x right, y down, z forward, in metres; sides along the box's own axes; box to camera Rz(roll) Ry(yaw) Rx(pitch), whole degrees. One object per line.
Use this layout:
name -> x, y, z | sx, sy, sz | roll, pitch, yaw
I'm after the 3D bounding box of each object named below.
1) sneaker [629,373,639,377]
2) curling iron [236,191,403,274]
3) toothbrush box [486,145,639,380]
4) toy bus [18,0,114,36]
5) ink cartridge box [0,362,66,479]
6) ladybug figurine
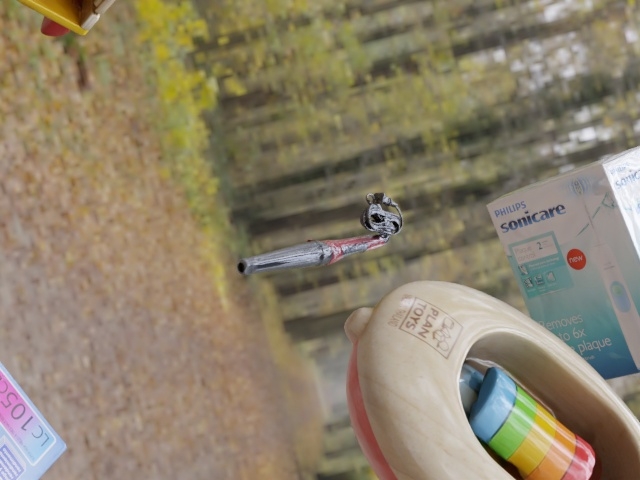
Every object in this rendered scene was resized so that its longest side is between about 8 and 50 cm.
sneaker -> 0.576, 0.119, 2.188 | 0.102, 0.282, 0.161 | 0, 76, -50
curling iron -> 0.000, 0.000, 1.659 | 0.035, 0.274, 0.068 | 1, -76, 44
toothbrush box -> 0.399, 0.040, 2.040 | 0.216, 0.126, 0.295 | -19, -88, 45
toy bus -> -0.200, -0.271, 1.176 | 0.202, 0.104, 0.190 | 15, -100, 60
ink cartridge box -> -0.488, 0.252, 1.534 | 0.270, 0.151, 0.395 | 53, 34, -10
ladybug figurine -> 0.191, 0.229, 1.546 | 0.449, 0.162, 0.305 | 42, 43, -7
